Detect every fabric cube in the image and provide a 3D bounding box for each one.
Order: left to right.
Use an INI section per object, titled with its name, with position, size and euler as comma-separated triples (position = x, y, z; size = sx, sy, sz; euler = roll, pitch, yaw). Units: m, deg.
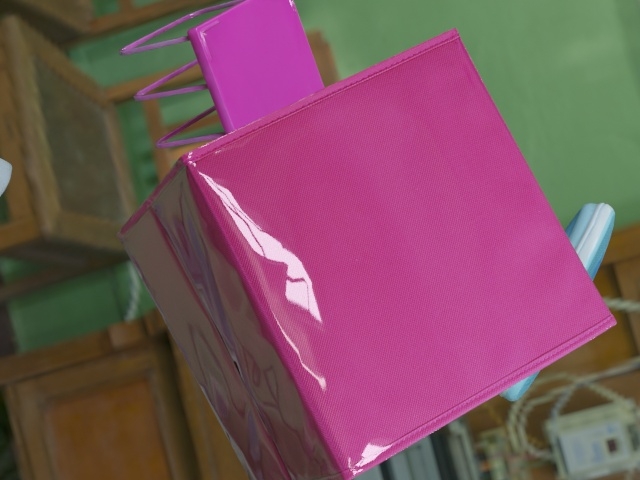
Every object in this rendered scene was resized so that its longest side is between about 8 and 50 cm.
[fabric cube]
position = 0.024, 0.029, 1.196
size = 0.258, 0.254, 0.259
euler = 61, -22, 3

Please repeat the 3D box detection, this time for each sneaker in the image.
[sneaker]
position = 0.279, 0.052, 2.201
size = 0.208, 0.319, 0.127
euler = 31, 1, 17

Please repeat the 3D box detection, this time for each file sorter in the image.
[file sorter]
position = -0.120, -0.171, 2.051
size = 0.202, 0.182, 0.291
euler = -38, 114, -46

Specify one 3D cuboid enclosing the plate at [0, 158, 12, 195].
[plate]
position = -0.376, 0.004, 1.118
size = 0.045, 0.277, 0.278
euler = 64, 0, 5
